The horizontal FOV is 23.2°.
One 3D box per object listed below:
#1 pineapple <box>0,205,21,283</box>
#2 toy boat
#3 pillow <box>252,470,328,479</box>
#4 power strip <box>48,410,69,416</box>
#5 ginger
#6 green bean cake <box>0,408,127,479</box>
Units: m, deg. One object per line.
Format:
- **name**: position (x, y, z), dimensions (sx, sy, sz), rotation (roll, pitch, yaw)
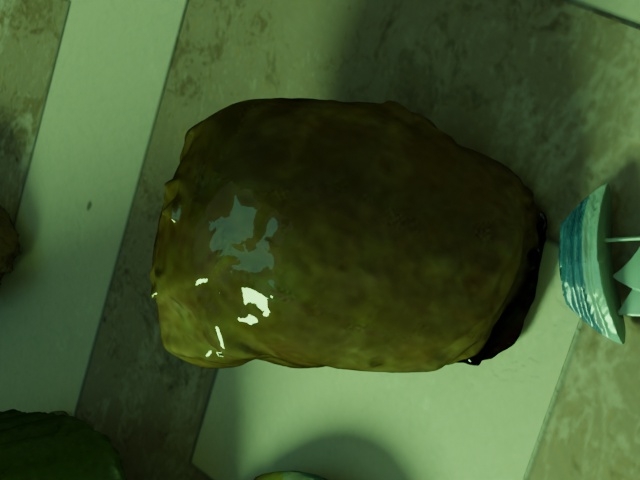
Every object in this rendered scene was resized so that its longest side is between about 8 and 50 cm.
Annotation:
- **pineapple**: position (-0.400, 0.047, 1.603), dimensions (0.251, 0.125, 0.125), rotation (-40, 63, 42)
- **toy boat**: position (0.227, 0.023, 1.058), dimensions (0.149, 0.034, 0.105), rotation (19, 100, 29)
- **pillow**: position (-0.018, 0.302, 1.253), dimensions (0.214, 0.086, 0.233), rotation (-34, 69, 50)
- **power strip**: position (-0.235, 0.233, 1.488), dimensions (0.169, 0.028, 0.076), rotation (45, 119, 35)
- **ginger**: position (0.001, -0.004, 1.142), dimensions (0.269, 0.223, 0.200), rotation (-3, 84, 46)
- **green bean cake**: position (-0.288, 0.320, 1.349), dimensions (0.335, 0.218, 0.319), rotation (-4, 96, 61)
